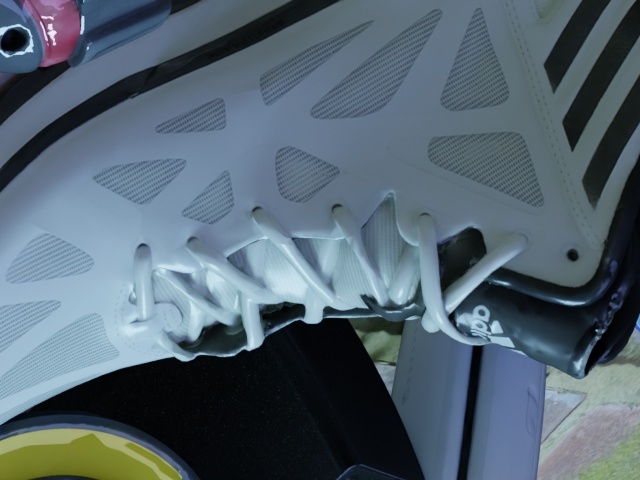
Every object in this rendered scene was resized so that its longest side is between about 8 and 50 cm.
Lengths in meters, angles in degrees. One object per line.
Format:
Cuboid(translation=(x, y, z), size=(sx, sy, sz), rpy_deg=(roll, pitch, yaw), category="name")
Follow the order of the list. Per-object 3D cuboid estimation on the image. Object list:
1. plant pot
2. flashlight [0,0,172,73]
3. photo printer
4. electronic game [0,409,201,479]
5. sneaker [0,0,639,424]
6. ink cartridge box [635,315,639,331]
Cuboid(translation=(-0.045, 0.133, 1.079), size=(0.187, 0.167, 0.188), rpy_deg=(-46, 151, 7), category="plant pot")
Cuboid(translation=(-0.206, -0.071, 0.655), size=(0.304, 0.103, 0.103), rpy_deg=(-29, 153, -24), category="flashlight")
Cuboid(translation=(0.094, 0.179, 1.256), size=(0.107, 0.256, 0.307), rpy_deg=(9, 143, 3), category="photo printer")
Cuboid(translation=(-0.151, 0.205, 0.929), size=(0.229, 0.048, 0.229), rpy_deg=(-5, 100, -30), category="electronic game")
Cuboid(translation=(0.000, -0.001, 0.846), size=(0.447, 0.257, 0.169), rpy_deg=(-38, 152, -7), category="sneaker")
Cuboid(translation=(0.285, -0.063, 1.104), size=(0.395, 0.270, 0.151), rpy_deg=(-24, 143, -29), category="ink cartridge box")
